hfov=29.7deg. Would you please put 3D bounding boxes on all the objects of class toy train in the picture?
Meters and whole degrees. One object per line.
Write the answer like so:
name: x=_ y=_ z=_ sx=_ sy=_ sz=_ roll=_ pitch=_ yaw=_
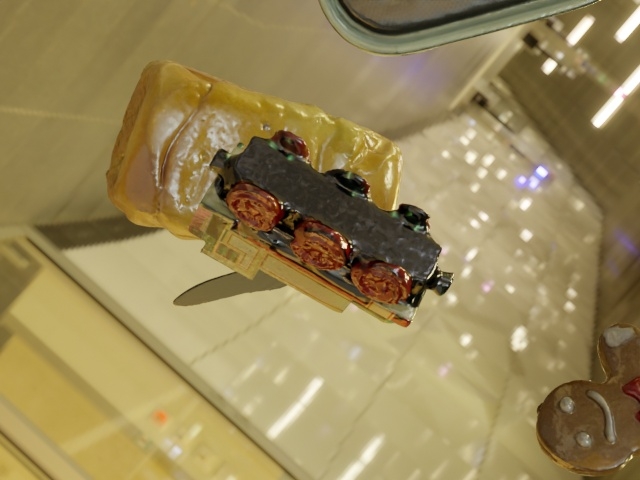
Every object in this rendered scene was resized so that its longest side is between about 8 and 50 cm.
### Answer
toy train: x=0.000 y=0.000 z=0.634 sx=0.050 sy=0.138 sz=0.087 roll=-62 pitch=-178 yaw=-31

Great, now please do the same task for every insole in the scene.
insole: x=-0.075 y=0.045 z=1.292 sx=0.080 sy=0.003 sz=0.232 roll=-34 pitch=166 yaw=28

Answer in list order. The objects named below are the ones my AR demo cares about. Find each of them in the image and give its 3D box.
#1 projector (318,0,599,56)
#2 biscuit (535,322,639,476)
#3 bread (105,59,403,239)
projector: x=0.104 y=-0.289 z=0.984 sx=0.249 sy=0.248 sz=0.249 roll=-14 pitch=-172 yaw=4
biscuit: x=0.263 y=0.120 z=0.915 sx=0.205 sy=0.138 sz=0.031 roll=-18 pitch=156 yaw=-1
bread: x=-0.063 y=-0.066 z=1.219 sx=0.132 sy=0.294 sz=0.166 roll=23 pitch=-84 yaw=66
